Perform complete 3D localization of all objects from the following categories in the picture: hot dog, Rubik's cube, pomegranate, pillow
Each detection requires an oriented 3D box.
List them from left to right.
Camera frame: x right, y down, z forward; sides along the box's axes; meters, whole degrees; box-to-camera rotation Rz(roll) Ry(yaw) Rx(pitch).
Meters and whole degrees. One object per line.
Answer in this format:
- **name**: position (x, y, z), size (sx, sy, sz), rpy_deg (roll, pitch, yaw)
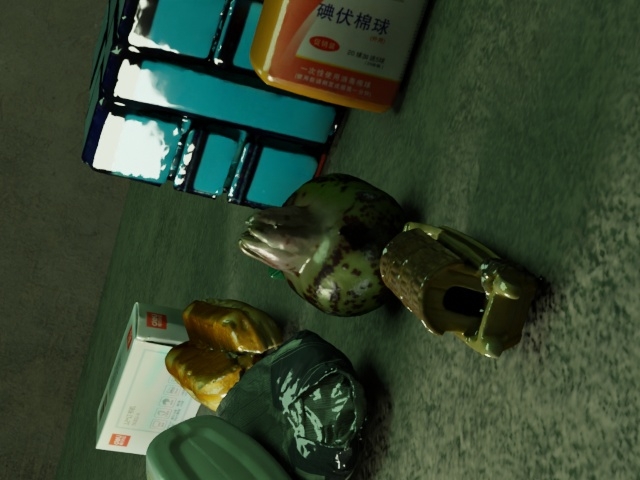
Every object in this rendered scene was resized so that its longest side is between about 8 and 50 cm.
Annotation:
- **Rubik's cube**: position (-0.115, -0.238, 1.595), size (0.293, 0.288, 0.283), rpy_deg (-103, 30, -54)
- **hot dog**: position (-0.116, 0.141, 1.646), size (0.337, 0.100, 0.135), rpy_deg (178, 112, -74)
- **pillow**: position (-0.034, 0.198, 1.295), size (0.335, 0.093, 0.161), rpy_deg (129, 132, -55)
- **pomegranate**: position (0.001, 0.009, 1.213), size (0.138, 0.163, 0.125), rpy_deg (53, 149, 43)

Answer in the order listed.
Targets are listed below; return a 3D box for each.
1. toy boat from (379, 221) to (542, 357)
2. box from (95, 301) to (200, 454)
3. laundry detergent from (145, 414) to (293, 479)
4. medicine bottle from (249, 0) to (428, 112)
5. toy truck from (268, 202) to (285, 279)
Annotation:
- **toy boat**: position (0.093, 0.026, 0.983), size (0.226, 0.088, 0.068), rpy_deg (-134, 57, -71)
- **box**: position (-0.241, 0.212, 1.983), size (0.079, 0.135, 0.269), rpy_deg (-98, 25, -45)
- **laundry detergent**: position (-0.078, 0.321, 1.245), size (0.215, 0.105, 0.280), rpy_deg (35, 138, 42)
- **medicine bottle**: position (0.029, -0.253, 1.323), size (0.112, 0.149, 0.222), rpy_deg (-115, 40, -66)
- **toy truck**: position (-0.007, -0.009, 1.423), size (0.147, 0.065, 0.079), rpy_deg (139, 139, -66)
